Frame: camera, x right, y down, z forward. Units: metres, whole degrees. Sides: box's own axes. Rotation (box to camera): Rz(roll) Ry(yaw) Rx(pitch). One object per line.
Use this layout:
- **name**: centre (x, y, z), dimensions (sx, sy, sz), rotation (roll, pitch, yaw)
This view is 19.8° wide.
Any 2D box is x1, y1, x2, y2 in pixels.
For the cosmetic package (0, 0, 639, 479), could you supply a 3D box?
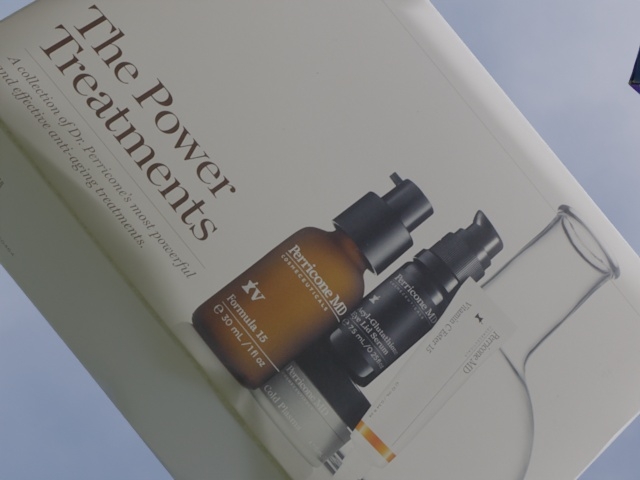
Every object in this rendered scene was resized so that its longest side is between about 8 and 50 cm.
- **cosmetic package**: centre (0.000, 0.000, 1.012), dimensions (0.377, 0.097, 0.284), rotation (51, -129, 1)

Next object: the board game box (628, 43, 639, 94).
- **board game box**: centre (0.336, -0.149, 0.829), dimensions (0.347, 0.078, 0.233), rotation (11, -98, 33)
